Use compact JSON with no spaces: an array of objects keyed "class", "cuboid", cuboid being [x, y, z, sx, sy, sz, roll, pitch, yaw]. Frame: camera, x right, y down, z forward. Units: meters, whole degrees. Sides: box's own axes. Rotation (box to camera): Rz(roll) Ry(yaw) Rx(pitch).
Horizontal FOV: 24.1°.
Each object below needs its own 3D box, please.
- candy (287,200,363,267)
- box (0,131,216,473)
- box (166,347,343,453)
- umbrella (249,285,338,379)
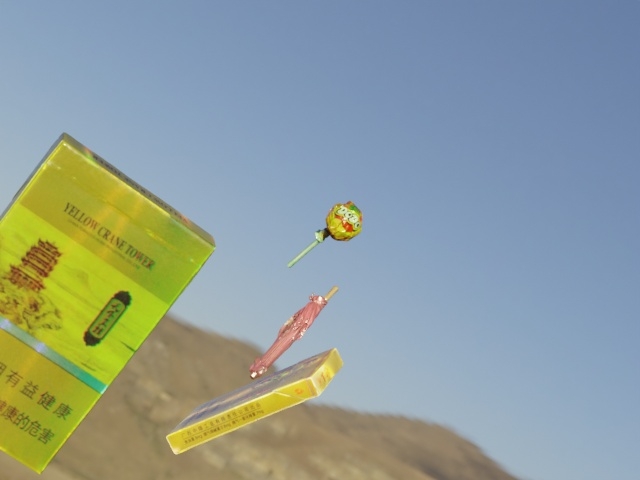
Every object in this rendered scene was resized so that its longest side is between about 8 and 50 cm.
[{"class":"candy","cuboid":[0.000,0.000,2.315,0.060,0.060,0.201,32,-37,-17]},{"class":"box","cuboid":[-0.173,0.042,0.962,0.121,0.193,0.030,36,8,-17]},{"class":"box","cuboid":[-0.059,0.146,1.371,0.022,0.156,0.089,63,22,-7]},{"class":"umbrella","cuboid":[-0.031,0.104,1.748,0.027,0.165,0.025,26,-36,25]}]
